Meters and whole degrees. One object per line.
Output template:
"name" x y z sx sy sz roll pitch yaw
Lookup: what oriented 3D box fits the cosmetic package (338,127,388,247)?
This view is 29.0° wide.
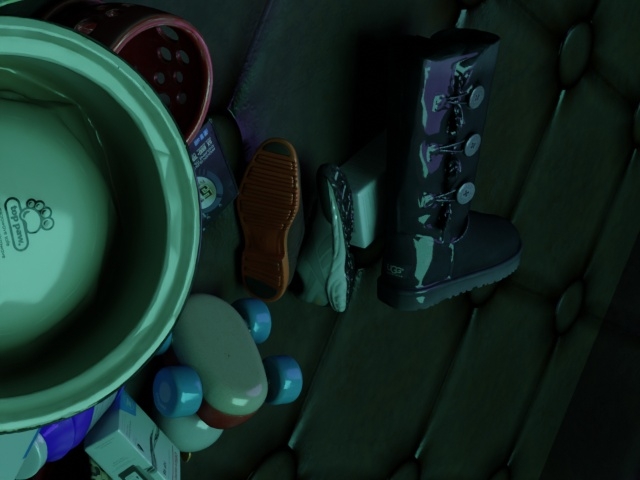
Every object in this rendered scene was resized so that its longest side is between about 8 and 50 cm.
"cosmetic package" 0.105 -0.101 2.109 0.231 0.085 0.117 -41 138 -37

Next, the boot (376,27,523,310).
"boot" 0.239 -0.141 2.092 0.367 0.146 0.445 -26 123 -49

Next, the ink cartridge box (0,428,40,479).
"ink cartridge box" -0.430 0.199 1.427 0.148 0.203 0.086 -63 148 -5

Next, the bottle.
"bottle" -0.328 0.206 1.576 0.283 0.092 0.118 -57 167 -66

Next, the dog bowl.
"dog bowl" -0.335 -0.018 1.251 0.408 0.150 0.408 -3 97 -29

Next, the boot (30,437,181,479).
"boot" -0.286 0.463 1.728 0.284 0.138 0.377 49 32 -49

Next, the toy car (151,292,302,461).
"toy car" -0.192 0.221 1.837 0.219 0.210 0.238 -2 140 -41

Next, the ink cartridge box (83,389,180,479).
"ink cartridge box" -0.249 0.304 1.726 0.060 0.104 0.180 -32 118 10

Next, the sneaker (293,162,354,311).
"sneaker" 0.000 0.000 1.993 0.100 0.108 0.271 -74 167 -55

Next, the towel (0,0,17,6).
"towel" -0.423 -0.206 1.060 0.320 0.374 0.090 -29 111 -42

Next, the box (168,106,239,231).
"box" -0.211 -0.069 1.689 0.180 0.077 0.147 -48 142 -27

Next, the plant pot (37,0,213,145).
"plant pot" -0.252 -0.193 1.470 0.191 0.174 0.191 -32 134 -42

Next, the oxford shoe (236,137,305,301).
"oxford shoe" -0.070 -0.043 1.909 0.098 0.097 0.271 -49 152 -56
